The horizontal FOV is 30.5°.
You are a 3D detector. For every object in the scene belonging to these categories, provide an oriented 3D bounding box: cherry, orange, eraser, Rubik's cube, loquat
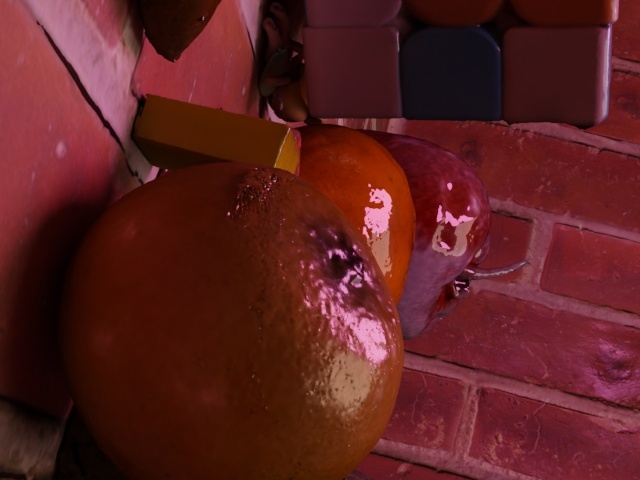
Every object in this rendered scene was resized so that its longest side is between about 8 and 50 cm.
[{"bbox_3d":[0.103,-0.009,1.811,0.291,0.335,0.326,-37,129,-37],"label":"cherry"},{"bbox_3d":[0.000,0.000,1.433,0.284,0.226,0.284,11,90,-80],"label":"orange"},{"bbox_3d":[-0.084,-0.077,0.972,0.097,0.122,0.045,69,37,-78],"label":"eraser"},{"bbox_3d":[0.173,-0.350,1.379,0.346,0.347,0.344,-65,155,-62],"label":"Rubik's cube"},{"bbox_3d":[-0.064,0.066,0.861,0.263,0.263,0.263,14,90,-84],"label":"loquat"}]

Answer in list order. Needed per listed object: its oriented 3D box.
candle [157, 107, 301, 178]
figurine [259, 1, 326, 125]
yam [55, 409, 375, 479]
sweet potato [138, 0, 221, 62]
[{"bbox_3d":[-0.080,0.007,1.182,0.317,0.131,0.287,94,9,-62],"label":"candle"},{"bbox_3d":[-0.035,-0.201,1.402,0.187,0.083,0.083,78,25,-53],"label":"figurine"},{"bbox_3d":[-0.092,0.222,0.996,0.161,0.268,0.161,24,90,-81],"label":"yam"},{"bbox_3d":[-0.097,-0.225,0.758,0.108,0.079,0.346,-62,167,-12],"label":"sweet potato"}]
